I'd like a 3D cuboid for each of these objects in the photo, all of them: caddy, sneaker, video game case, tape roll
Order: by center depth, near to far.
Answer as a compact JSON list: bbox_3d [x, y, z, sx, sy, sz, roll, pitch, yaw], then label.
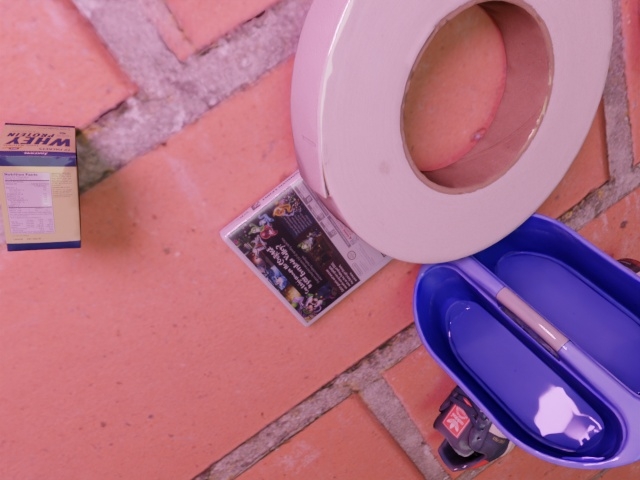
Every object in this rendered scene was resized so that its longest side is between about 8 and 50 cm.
[{"bbox_3d":[0.154,-0.158,0.553,0.391,0.072,0.392,-13,121,-23],"label":"tape roll"},{"bbox_3d":[0.000,0.000,0.616,0.173,0.022,0.190,-38,128,-2],"label":"video game case"},{"bbox_3d":[0.278,0.115,0.640,0.241,0.341,0.179,-47,145,5],"label":"caddy"},{"bbox_3d":[0.266,0.268,0.835,0.148,0.131,0.350,-19,125,-21],"label":"sneaker"}]

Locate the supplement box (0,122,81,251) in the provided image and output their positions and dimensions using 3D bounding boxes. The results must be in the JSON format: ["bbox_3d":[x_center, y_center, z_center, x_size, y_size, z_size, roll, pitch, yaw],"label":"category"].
[{"bbox_3d":[-0.238,-0.047,0.431,0.056,0.083,0.083,-3,120,-25],"label":"supplement box"}]

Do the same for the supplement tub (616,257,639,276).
[{"bbox_3d":[0.470,0.111,0.861,0.197,0.106,0.106,-22,125,-13],"label":"supplement tub"}]
